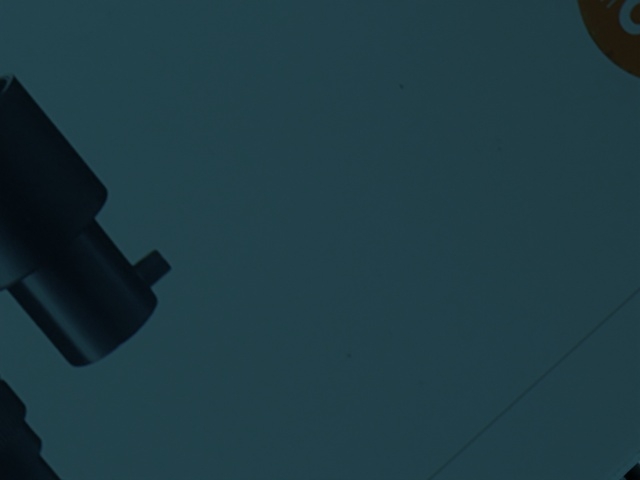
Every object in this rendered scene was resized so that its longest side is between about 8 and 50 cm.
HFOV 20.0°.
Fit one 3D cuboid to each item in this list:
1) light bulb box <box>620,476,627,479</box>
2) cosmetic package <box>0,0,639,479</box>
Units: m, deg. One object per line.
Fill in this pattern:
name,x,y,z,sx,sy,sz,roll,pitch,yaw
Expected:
light bulb box,0.038,0.302,0.982,0.225,0.358,0.361,46,167,9
cosmetic package,-0.067,-0.014,0.444,0.284,0.377,0.097,51,167,-7
